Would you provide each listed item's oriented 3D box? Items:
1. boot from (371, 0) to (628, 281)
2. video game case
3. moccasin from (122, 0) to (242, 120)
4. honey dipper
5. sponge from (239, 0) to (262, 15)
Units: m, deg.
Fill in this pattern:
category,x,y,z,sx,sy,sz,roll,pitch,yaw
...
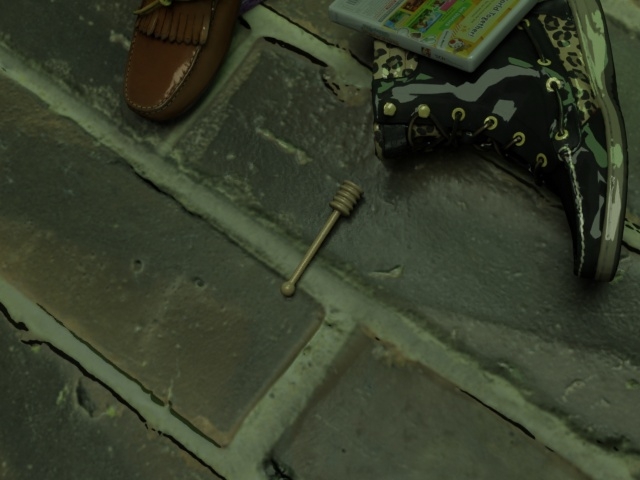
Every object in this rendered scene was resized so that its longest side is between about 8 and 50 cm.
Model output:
category,x,y,z,sx,sy,sz,roll,pitch,yaw
boot,0.205,-0.123,1.254,0.284,0.138,0.378,-3,67,6
video game case,0.157,-0.307,1.292,0.206,0.026,0.227,27,59,29
moccasin,-0.162,-0.337,1.349,0.139,0.147,0.380,28,95,23
honey dipper,0.000,0.000,1.302,0.030,0.030,0.161,29,81,16
sponge,-0.119,-0.414,1.456,0.117,0.031,0.210,-34,71,-3
